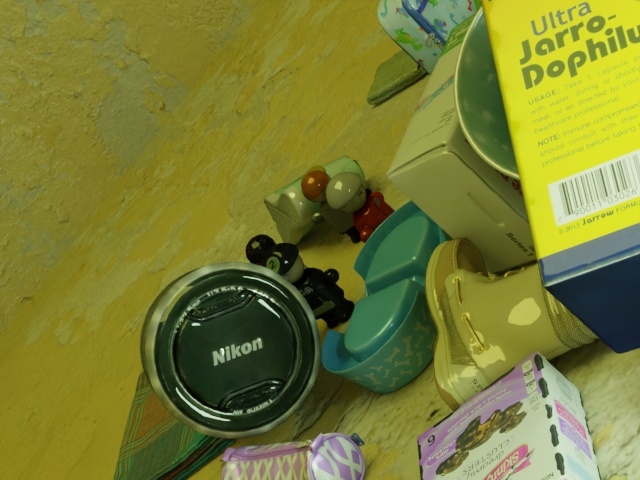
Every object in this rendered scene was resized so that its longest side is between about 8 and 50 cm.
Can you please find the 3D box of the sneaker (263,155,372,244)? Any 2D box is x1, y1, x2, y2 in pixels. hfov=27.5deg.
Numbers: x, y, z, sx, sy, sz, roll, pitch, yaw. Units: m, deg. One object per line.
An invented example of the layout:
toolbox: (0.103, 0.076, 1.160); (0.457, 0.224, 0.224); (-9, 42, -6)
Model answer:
sneaker: (0.000, -0.066, 2.127); (0.151, 0.094, 0.256); (-28, 1, -14)

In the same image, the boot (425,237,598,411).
boot: (0.217, 0.054, 1.446); (0.203, 0.095, 0.262); (-37, 27, 28)

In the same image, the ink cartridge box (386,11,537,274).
ink cartridge box: (0.223, -0.130, 1.610); (0.117, 0.201, 0.278); (-26, 30, 47)

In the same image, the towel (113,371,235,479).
towel: (-0.220, 0.255, 2.034); (0.271, 0.040, 0.370); (-39, 23, 20)

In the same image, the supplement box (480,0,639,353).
supplement box: (0.295, -0.110, 1.217); (0.195, 0.194, 0.357); (-22, 58, 24)

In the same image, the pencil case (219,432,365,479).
pencil case: (-0.036, 0.277, 1.567); (0.206, 0.088, 0.086); (-22, 31, 50)

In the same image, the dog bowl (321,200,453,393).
dog bowl: (0.105, 0.070, 1.674); (0.166, 0.074, 0.297); (-28, 29, 42)

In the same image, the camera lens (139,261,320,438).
camera lens: (-0.125, 0.139, 1.719); (0.219, 0.219, 0.274); (-51, 6, -8)

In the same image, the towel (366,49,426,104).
towel: (0.144, -0.300, 2.305); (0.148, 0.027, 0.110); (-28, 30, 40)

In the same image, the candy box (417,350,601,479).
candy box: (0.179, 0.225, 1.260); (0.165, 0.070, 0.196); (-40, 22, 21)

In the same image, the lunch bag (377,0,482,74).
lunch bag: (0.188, -0.392, 2.172); (0.090, 0.176, 0.219); (-29, 27, 41)

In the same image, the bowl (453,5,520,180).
bowl: (0.321, -0.171, 1.459); (0.311, 0.163, 0.312); (-14, 62, 27)

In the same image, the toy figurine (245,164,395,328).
toy figurine: (0.000, 0.000, 1.894); (0.213, 0.148, 0.209); (-50, 21, -4)
